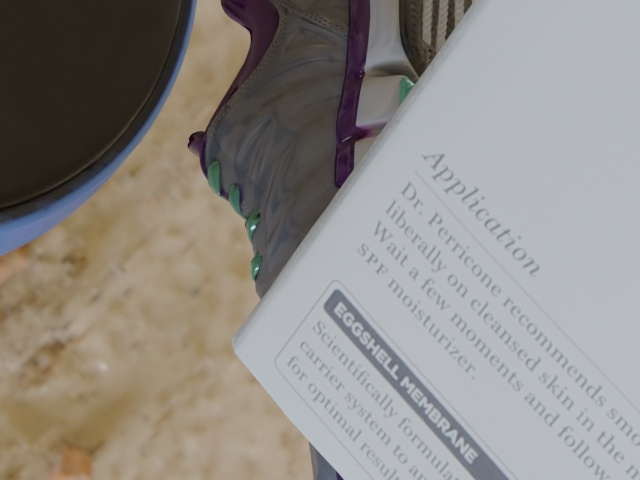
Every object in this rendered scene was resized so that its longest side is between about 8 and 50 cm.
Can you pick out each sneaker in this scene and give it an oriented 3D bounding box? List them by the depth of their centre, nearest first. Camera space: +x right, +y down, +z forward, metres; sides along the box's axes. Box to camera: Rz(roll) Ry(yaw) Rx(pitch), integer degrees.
[{"bbox_3d":[0.000,0.000,0.693,0.083,0.098,0.223,33,56,-58],"label":"sneaker"}]

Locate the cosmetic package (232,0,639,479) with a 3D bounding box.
[{"bbox_3d":[0.136,-0.029,0.468,0.224,0.138,0.224,-21,155,-50],"label":"cosmetic package"}]

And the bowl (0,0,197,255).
[{"bbox_3d":[-0.241,-0.177,1.113,0.391,0.391,0.077,-25,-173,-34],"label":"bowl"}]
